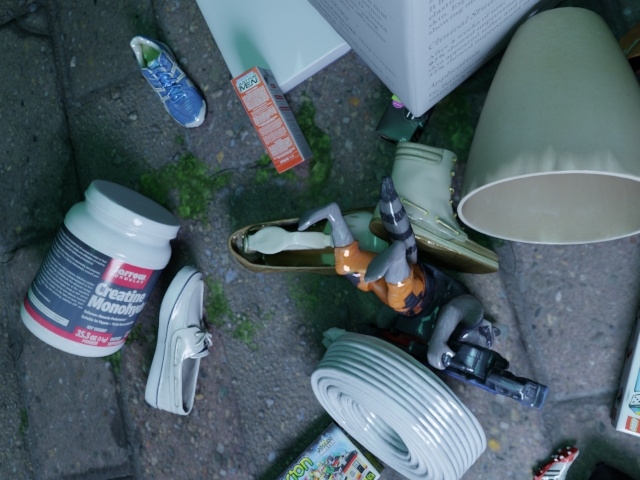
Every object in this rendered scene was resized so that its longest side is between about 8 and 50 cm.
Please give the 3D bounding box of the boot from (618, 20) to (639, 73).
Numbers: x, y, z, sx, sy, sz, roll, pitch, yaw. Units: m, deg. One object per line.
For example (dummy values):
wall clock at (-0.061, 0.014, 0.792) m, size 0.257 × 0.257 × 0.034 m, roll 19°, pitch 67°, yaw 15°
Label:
boot at (0.500, -0.336, 0.689) m, size 0.280 × 0.264 × 0.096 m, roll -44°, pitch 100°, yaw 10°

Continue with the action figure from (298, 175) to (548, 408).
action figure at (0.160, 0.081, 0.762) m, size 0.341 × 0.330 × 0.178 m, roll 15°, pitch 69°, yaw 52°

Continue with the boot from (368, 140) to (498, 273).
boot at (0.193, -0.050, 0.865) m, size 0.213 × 0.077 × 0.165 m, roll 23°, pitch 69°, yaw -9°

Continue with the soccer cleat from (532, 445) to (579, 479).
soccer cleat at (0.350, 0.335, 0.822) m, size 0.035 × 0.029 × 0.083 m, roll 45°, pitch 104°, yaw 7°

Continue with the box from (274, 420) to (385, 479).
box at (-0.005, 0.409, 0.933) m, size 0.114 × 0.036 × 0.207 m, roll 45°, pitch 101°, yaw 16°

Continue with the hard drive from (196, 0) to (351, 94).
hard drive at (-0.105, -0.423, 1.014) m, size 0.210 × 0.040 × 0.319 m, roll -29°, pitch 78°, yaw 15°

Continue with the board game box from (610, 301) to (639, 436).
board game box at (0.533, 0.135, 0.756) m, size 0.193 × 0.053 × 0.305 m, roll 13°, pitch 91°, yaw 19°

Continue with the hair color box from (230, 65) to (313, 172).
hair color box at (-0.078, -0.202, 0.940) m, size 0.053 × 0.093 × 0.167 m, roll -24°, pitch 98°, yaw 14°

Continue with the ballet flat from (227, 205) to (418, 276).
ballet flat at (0.000, 0.000, 0.910) m, size 0.342 × 0.124 × 0.116 m, roll -1°, pitch 84°, yaw 19°

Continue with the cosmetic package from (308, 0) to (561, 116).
cosmetic package at (0.142, -0.441, 0.720) m, size 0.329 × 0.394 × 0.327 m, roll -38°, pitch 75°, yaw 1°

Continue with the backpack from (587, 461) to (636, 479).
backpack at (0.424, 0.414, 0.745) m, size 0.173 × 0.117 × 0.158 m, roll 29°, pitch 97°, yaw 15°

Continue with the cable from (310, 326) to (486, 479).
cable at (0.103, 0.242, 0.799) m, size 0.089 × 0.257 × 0.257 m, roll -44°, pitch 102°, yaw -25°

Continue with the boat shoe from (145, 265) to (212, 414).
boat shoe at (-0.238, 0.182, 0.998) m, size 0.088 × 0.096 × 0.267 m, roll 16°, pitch 93°, yaw 15°

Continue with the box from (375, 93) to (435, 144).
box at (0.138, -0.197, 0.912) m, size 0.062 × 0.052 × 0.083 m, roll 30°, pitch 97°, yaw 18°

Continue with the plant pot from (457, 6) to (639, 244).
plant pot at (0.323, -0.163, 0.765) m, size 0.256 × 0.256 × 0.274 m, roll 0°, pitch 72°, yaw 19°

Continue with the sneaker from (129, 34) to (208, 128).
sneaker at (-0.288, -0.295, 1.049) m, size 0.080 × 0.081 × 0.211 m, roll -40°, pitch 77°, yaw 11°

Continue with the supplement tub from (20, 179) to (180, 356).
supplement tub at (-0.389, 0.050, 1.005) m, size 0.191 × 0.191 × 0.272 m, roll 32°, pitch 98°, yaw 18°
